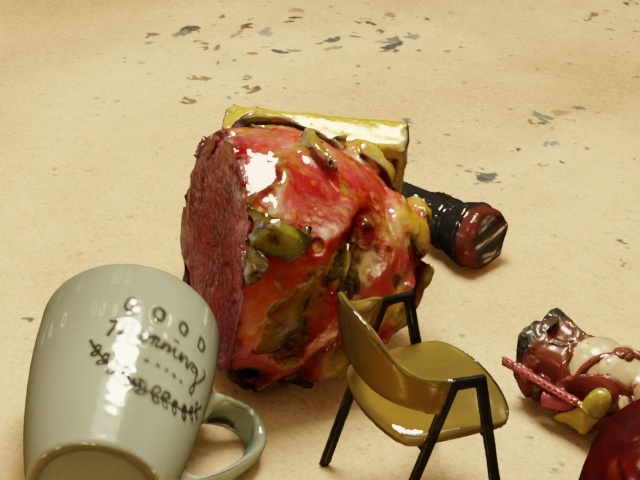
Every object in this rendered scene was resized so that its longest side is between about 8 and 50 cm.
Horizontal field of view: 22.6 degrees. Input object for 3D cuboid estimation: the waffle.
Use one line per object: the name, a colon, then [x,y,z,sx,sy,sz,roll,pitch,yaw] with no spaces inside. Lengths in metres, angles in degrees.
waffle: [-0.011,-0.062,1.955,0.221,0.248,0.055,5,53,0]

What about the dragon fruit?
dragon fruit: [0.000,0.000,1.795,0.262,0.296,0.314,-1,38,-17]

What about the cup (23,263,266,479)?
cup: [-0.171,0.181,1.596,0.258,0.186,0.234,27,34,-18]

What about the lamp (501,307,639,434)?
lamp: [0.322,0.167,1.724,0.118,0.118,0.253,-21,37,-37]

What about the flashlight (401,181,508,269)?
flashlight: [0.129,-0.038,2.080,0.232,0.093,0.093,26,36,37]

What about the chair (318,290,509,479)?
chair: [0.091,0.156,1.574,0.172,0.247,0.159,-8,33,-23]

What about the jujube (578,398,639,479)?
jujube: [0.354,0.279,1.423,0.258,0.258,0.377,8,23,5]
